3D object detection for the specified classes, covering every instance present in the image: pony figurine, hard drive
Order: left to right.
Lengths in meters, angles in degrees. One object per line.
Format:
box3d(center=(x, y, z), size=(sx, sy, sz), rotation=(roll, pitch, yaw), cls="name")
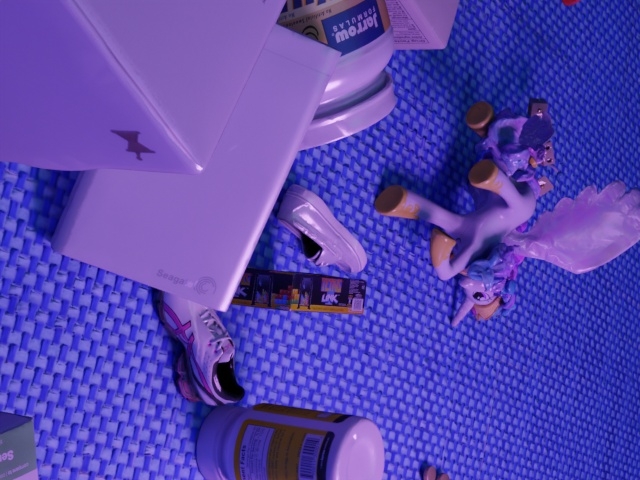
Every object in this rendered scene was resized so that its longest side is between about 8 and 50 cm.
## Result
box3d(center=(-0.131, -0.098, 1.580), size=(0.203, 0.040, 0.307), rotation=(21, 100, -19), cls="hard drive")
box3d(center=(0.281, -0.049, 2.284), size=(0.351, 0.303, 0.363), rotation=(-44, 143, -3), cls="pony figurine")

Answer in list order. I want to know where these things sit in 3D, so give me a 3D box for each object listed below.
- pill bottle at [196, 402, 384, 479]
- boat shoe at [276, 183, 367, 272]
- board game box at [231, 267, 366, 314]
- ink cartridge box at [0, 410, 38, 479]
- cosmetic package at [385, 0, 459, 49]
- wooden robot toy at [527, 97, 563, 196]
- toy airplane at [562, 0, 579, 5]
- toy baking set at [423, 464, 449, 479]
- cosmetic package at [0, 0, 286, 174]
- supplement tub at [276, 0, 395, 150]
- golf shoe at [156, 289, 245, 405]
box3d(center=(-0.039, 0.260, 1.819), size=(0.119, 0.208, 0.119), rotation=(-11, 103, -57), cls="pill bottle")
box3d(center=(0.000, 0.000, 1.989), size=(0.063, 0.066, 0.184), rotation=(-57, 143, -16), cls="boat shoe")
box3d(center=(-0.046, 0.060, 1.844), size=(0.170, 0.141, 0.048), rotation=(8, 89, -58), cls="board game box")
box3d(center=(-0.340, 0.266, 1.388), size=(0.093, 0.154, 0.212), rotation=(-23, 114, -55), cls="ink cartridge box")
box3d(center=(0.046, -0.372, 1.920), size=(0.309, 0.160, 0.113), rotation=(45, 57, -52), cls="cosmetic package")
box3d(center=(0.363, -0.167, 2.566), size=(0.079, 0.076, 0.173), rotation=(-101, 178, -64), cls="wooden robot toy")
box3d(center=(0.396, -0.611, 2.340), size=(0.384, 0.272, 0.386), rotation=(39, 62, -52), cls="toy airplane")
box3d(center=(0.153, 0.464, 2.329), size=(0.256, 0.030, 0.196), rotation=(-41, 124, -51), cls="toy baking set")
box3d(center=(-0.228, -0.310, 1.325), size=(0.327, 0.329, 0.393), rotation=(56, 48, -47), cls="cosmetic package")
box3d(center=(-0.046, -0.277, 1.691), size=(0.228, 0.228, 0.316), rotation=(-41, 121, -48), cls="supplement tub")
box3d(center=(-0.134, 0.108, 1.764), size=(0.067, 0.086, 0.186), rotation=(-42, 127, -46), cls="golf shoe")
